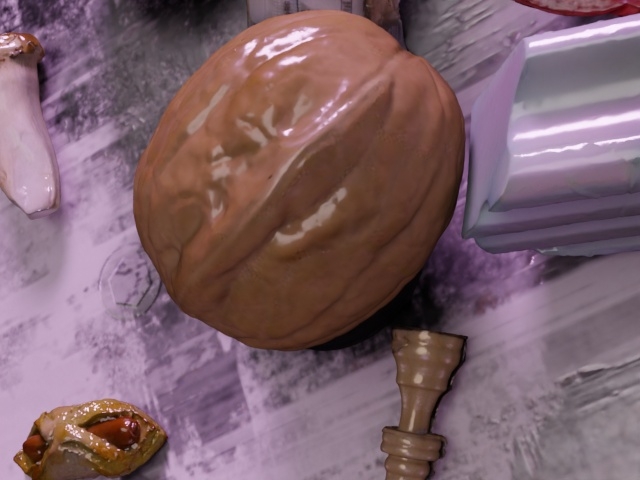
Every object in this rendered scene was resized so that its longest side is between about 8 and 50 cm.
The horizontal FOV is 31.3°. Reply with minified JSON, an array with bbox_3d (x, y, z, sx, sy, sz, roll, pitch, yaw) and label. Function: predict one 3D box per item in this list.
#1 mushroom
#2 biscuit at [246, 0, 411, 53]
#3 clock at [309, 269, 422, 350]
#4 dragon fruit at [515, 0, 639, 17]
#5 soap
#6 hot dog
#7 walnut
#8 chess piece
[{"bbox_3d":[-0.301,-0.114,1.144,0.084,0.071,0.209,-15,72,-9],"label":"mushroom"},{"bbox_3d":[-0.004,-0.279,0.958,0.186,0.079,0.309,10,114,33],"label":"biscuit"},{"bbox_3d":[0.000,0.000,0.963,0.184,0.040,0.184,-7,75,27],"label":"clock"},{"bbox_3d":[0.261,-0.252,0.831,0.205,0.152,0.317,39,92,17],"label":"dragon fruit"},{"bbox_3d":[0.256,-0.070,0.742,0.347,0.208,0.115,-8,73,28],"label":"soap"},{"bbox_3d":[-0.223,0.182,1.032,0.169,0.061,0.078,-17,69,24],"label":"hot dog"},{"bbox_3d":[-0.017,-0.042,0.844,0.261,0.225,0.225,-46,61,11],"label":"walnut"},{"bbox_3d":[0.072,0.153,0.882,0.060,0.060,0.172,6,84,30],"label":"chess piece"}]
